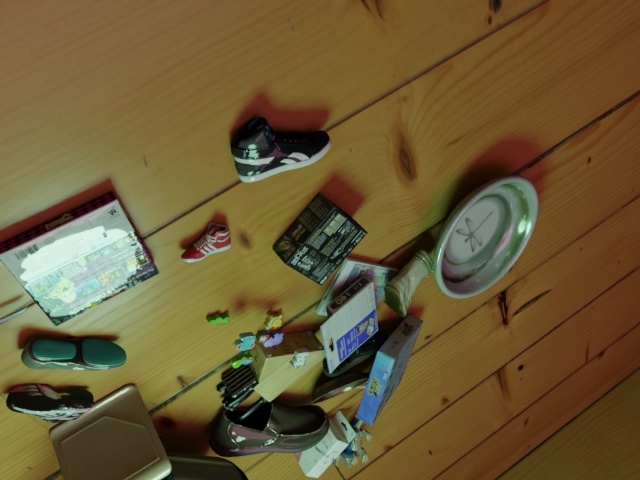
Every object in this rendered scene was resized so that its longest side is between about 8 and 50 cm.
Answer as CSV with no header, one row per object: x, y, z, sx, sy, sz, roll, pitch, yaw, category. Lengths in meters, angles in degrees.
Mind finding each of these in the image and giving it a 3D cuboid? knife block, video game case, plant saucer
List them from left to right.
-0.465,0.040,1.125,0.232,0.042,0.210,-29,134,-14,video game case
-0.138,0.375,1.569,0.276,0.088,0.242,-1,123,-34,knife block
0.059,0.442,1.744,0.199,0.036,0.198,-21,160,-8,plant saucer
0.105,0.140,1.606,0.201,0.023,0.183,13,114,-40,video game case
0.213,0.394,1.765,0.244,0.061,0.269,-36,146,-55,video game case
0.461,-0.022,1.668,0.401,0.100,0.400,-20,130,-26,plant saucer

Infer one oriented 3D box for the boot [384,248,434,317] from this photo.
0.260,0.126,1.662,0.165,0.077,0.213,-48,155,-15,boot

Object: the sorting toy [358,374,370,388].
0.138,0.463,1.876,0.083,0.012,0.062,15,112,-41,sorting toy

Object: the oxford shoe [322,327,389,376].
0.104,0.337,1.726,0.227,0.082,0.096,-26,151,-15,oxford shoe

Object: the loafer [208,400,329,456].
-0.131,0.529,1.646,0.366,0.134,0.130,-2,118,-29,loafer

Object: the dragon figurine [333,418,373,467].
0.104,0.665,1.950,0.085,0.144,0.289,-3,104,-31,dragon figurine

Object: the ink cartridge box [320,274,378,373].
0.071,0.231,1.568,0.208,0.045,0.206,-37,137,-30,ink cartridge box

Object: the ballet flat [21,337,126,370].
-0.528,0.247,1.231,0.213,0.072,0.068,15,139,-40,ballet flat

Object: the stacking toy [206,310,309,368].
-0.153,0.246,1.405,0.221,0.167,0.052,3,119,-37,stacking toy

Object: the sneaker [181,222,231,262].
-0.250,0.002,1.245,0.119,0.042,0.067,-23,136,-29,sneaker

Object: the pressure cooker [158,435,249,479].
-0.412,0.704,1.413,0.420,0.369,0.375,25,122,-41,pressure cooker

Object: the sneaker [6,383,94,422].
-0.600,0.373,1.263,0.178,0.072,0.077,21,119,-36,sneaker

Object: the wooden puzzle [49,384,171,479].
-0.482,0.486,1.316,0.221,0.238,0.044,-30,150,-13,wooden puzzle

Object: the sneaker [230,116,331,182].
-0.079,-0.208,1.180,0.217,0.079,0.121,-25,134,-15,sneaker

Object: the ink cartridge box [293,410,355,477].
0.009,0.653,1.856,0.198,0.115,0.067,-49,135,5,ink cartridge box

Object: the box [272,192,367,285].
0.000,0.000,1.391,0.180,0.077,0.147,-50,135,7,box

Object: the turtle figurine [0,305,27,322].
-0.703,0.221,0.989,0.275,0.197,0.266,30,106,-40,turtle figurine
